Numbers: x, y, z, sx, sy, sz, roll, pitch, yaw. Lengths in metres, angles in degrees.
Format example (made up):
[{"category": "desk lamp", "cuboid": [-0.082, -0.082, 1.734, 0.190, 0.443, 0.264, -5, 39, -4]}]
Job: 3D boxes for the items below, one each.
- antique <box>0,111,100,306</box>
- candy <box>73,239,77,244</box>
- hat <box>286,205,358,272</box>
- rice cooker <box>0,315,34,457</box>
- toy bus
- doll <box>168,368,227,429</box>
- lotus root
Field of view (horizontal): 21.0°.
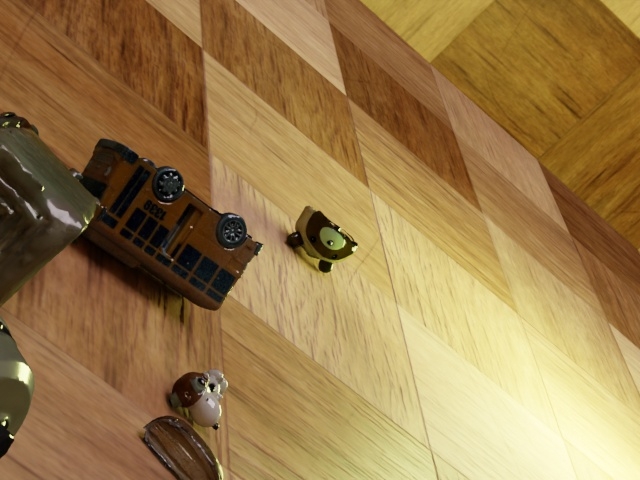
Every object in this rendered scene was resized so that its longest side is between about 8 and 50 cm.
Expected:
[{"category": "antique", "cuboid": [-0.272, -0.029, 1.468, 0.125, 0.150, 0.284, 49, 9, -7]}, {"category": "candy", "cuboid": [-0.266, -0.048, 1.675, 0.123, 0.035, 0.035, 59, 23, 13]}, {"category": "hat", "cuboid": [0.000, 0.000, 2.138, 0.077, 0.059, 0.076, 39, 2, -40]}, {"category": "rice cooker", "cuboid": [-0.299, 0.080, 1.012, 0.244, 0.226, 0.226, 50, 17, 15]}, {"category": "toy bus", "cuboid": [-0.160, -0.015, 1.712, 0.182, 0.103, 0.091, 37, -9, -28]}, {"category": "doll", "cuboid": [-0.110, 0.138, 1.604, 0.058, 0.040, 0.085, 54, 18, -21]}, {"category": "lotus root", "cuboid": [-0.115, 0.183, 1.494, 0.083, 0.037, 0.030, 47, 13, 4]}]
